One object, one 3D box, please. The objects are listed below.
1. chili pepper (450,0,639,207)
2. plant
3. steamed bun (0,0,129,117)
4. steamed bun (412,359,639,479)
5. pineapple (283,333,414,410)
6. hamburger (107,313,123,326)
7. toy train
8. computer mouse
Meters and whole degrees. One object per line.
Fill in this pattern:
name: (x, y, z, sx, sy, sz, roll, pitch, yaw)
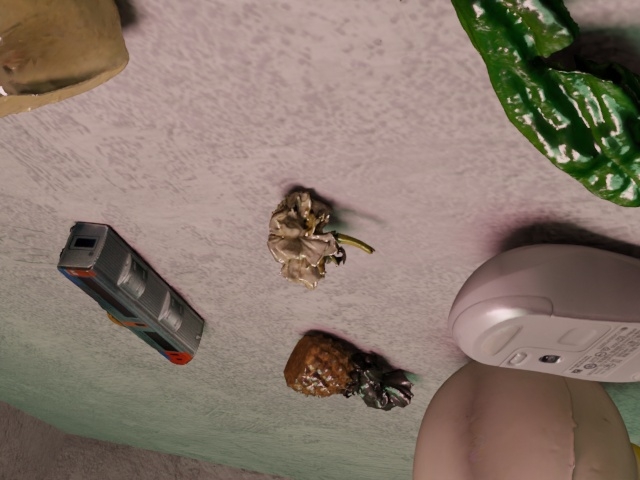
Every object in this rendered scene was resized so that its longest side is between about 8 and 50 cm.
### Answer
chili pepper: (0.189, -0.121, 0.599, 0.253, 0.083, 0.099, 38, 146, -28)
plant: (0.000, 0.000, 0.925, 0.122, 0.104, 0.116, -2, 138, 22)
steamed bun: (-0.261, -0.171, 0.648, 0.213, 0.110, 0.231, -9, 145, -31)
steamed bun: (0.286, 0.339, 1.103, 0.334, 0.373, 0.334, 8, 141, 7)
pineapple: (0.057, 0.243, 1.374, 0.237, 0.111, 0.119, 22, -176, -22)
hamburger: (-0.371, 0.142, 1.489, 0.076, 0.044, 0.083, 26, 155, -15)
toy train: (-0.300, 0.111, 1.336, 0.089, 0.086, 0.409, 3, 151, 23)
computer mouse: (0.290, 0.078, 0.883, 0.297, 0.121, 0.184, 4, 144, -8)
